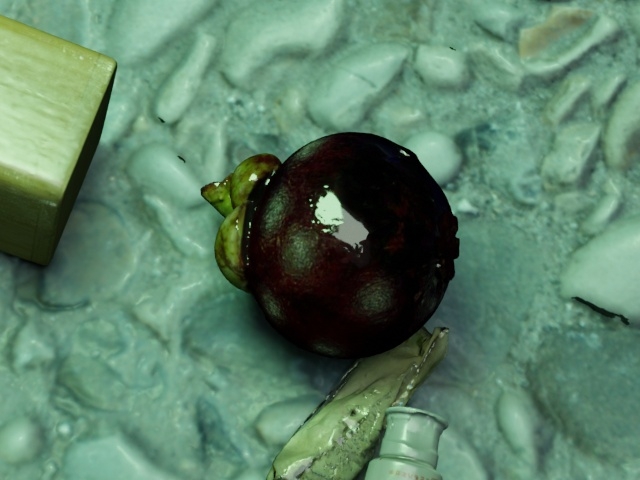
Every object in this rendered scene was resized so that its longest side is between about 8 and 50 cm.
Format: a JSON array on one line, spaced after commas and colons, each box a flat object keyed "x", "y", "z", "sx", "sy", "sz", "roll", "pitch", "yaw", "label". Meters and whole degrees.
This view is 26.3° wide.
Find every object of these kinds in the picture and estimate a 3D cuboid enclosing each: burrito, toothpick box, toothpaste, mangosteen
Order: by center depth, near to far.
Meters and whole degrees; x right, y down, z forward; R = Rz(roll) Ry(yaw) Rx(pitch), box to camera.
[{"x": 0.050, "y": 0.244, "z": 1.031, "sx": 0.089, "sy": 0.057, "sz": 0.234, "roll": 17, "pitch": 69, "yaw": -9, "label": "toothpaste"}, {"x": -0.340, "y": -0.115, "z": 1.124, "sx": 0.308, "sy": 0.187, "sz": 0.190, "roll": 19, "pitch": 61, "yaw": -7, "label": "toothpick box"}, {"x": 0.026, "y": 0.152, "z": 1.139, "sx": 0.063, "sy": 0.058, "sz": 0.229, "roll": 40, "pitch": 65, "yaw": 3, "label": "burrito"}, {"x": 0.000, "y": 0.000, "z": 1.147, "sx": 0.230, "sy": 0.194, "sz": 0.194, "roll": 9, "pitch": 60, "yaw": 20, "label": "mangosteen"}]
